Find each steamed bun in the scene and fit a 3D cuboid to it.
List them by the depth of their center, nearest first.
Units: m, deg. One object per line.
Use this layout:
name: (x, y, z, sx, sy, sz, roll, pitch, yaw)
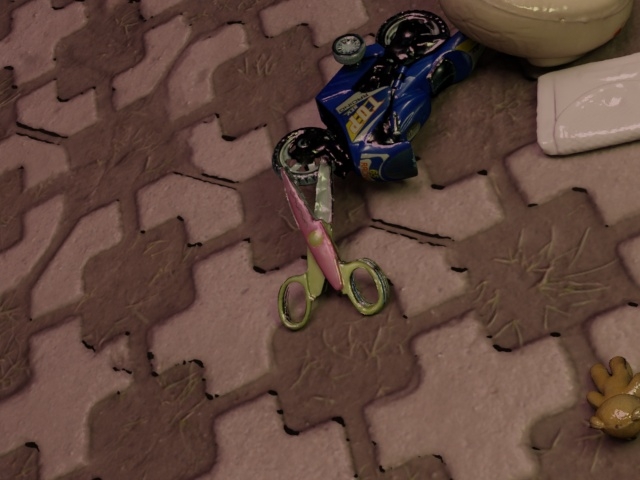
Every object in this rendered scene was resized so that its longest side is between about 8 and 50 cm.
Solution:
steamed bun: (0.243, -0.285, 1.296, 0.228, 0.131, 0.177, 9, 60, 0)

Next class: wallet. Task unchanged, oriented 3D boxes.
wallet: (0.328, -0.157, 1.235, 0.182, 0.032, 0.124, -11, 50, 24)

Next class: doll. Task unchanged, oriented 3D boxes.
doll: (0.273, 0.140, 1.030, 0.061, 0.051, 0.093, -25, 46, 20)

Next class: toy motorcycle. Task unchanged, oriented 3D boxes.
toy motorcycle: (0.084, -0.163, 1.329, 0.169, 0.113, 0.315, 26, 63, 29)

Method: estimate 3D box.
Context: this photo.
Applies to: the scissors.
scissors: (0.000, 0.000, 1.253, 0.133, 0.020, 0.187, -14, 82, 19)
